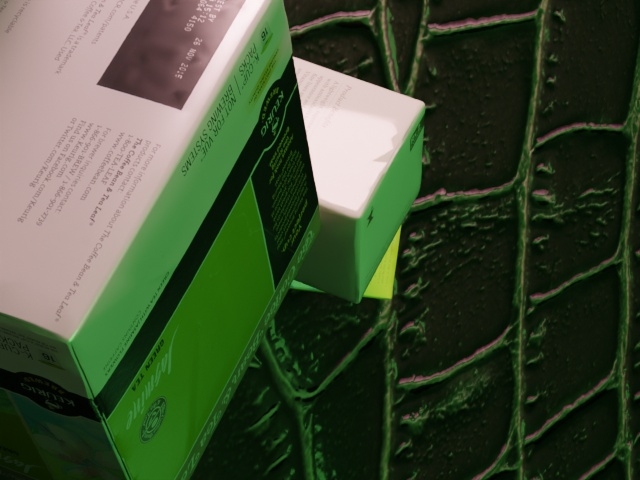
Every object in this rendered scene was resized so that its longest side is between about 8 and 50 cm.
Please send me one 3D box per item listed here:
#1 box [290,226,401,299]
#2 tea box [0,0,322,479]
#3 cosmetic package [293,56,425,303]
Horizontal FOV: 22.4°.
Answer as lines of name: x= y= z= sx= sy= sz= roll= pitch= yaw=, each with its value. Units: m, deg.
box: x=0.000 y=0.000 z=1.695 sx=0.178 sy=0.042 sz=0.109 roll=8 pitch=89 yaw=-32
tea box: x=-0.171 y=-0.004 z=1.246 sx=0.323 sy=0.220 sz=0.329 roll=80 pitch=33 yaw=-55
cosmetic package: x=-0.014 y=-0.064 z=1.543 sx=0.151 sy=0.183 sz=0.151 roll=90 pitch=26 yaw=-56
